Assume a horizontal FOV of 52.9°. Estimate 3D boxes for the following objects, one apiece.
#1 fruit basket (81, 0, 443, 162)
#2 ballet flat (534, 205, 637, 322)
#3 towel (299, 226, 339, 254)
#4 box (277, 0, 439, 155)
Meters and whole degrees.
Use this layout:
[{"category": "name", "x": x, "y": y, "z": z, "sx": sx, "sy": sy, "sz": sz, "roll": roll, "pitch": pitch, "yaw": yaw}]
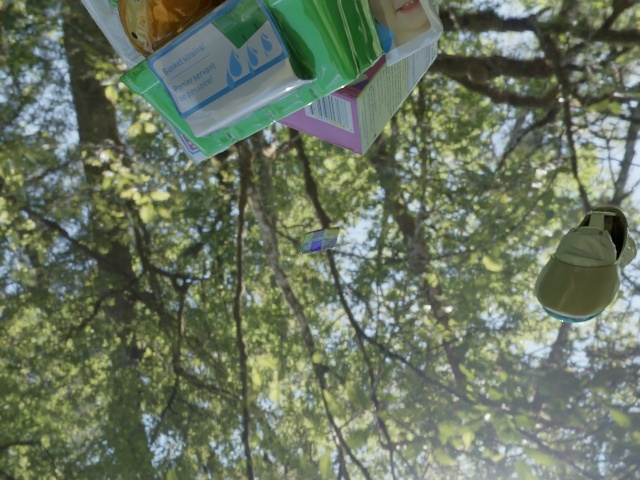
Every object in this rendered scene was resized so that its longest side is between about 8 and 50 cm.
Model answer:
[{"category": "fruit basket", "x": -0.111, "y": -0.260, "z": 0.556, "sx": 0.327, "sy": 0.353, "sz": 0.165, "roll": -19, "pitch": -154, "yaw": 35}, {"category": "ballet flat", "x": 0.302, "y": 0.012, "z": 0.723, "sx": 0.086, "sy": 0.086, "sz": 0.248, "roll": 23, "pitch": -153, "yaw": 25}, {"category": "towel", "x": 0.000, "y": 0.000, "z": 1.321, "sx": 0.083, "sy": 0.060, "sz": 0.009, "roll": -9, "pitch": -136, "yaw": -27}, {"category": "box", "x": 0.030, "y": -0.281, "z": 0.972, "sx": 0.213, "sy": 0.117, "sz": 0.243, "roll": 25, "pitch": -117, "yaw": 23}]
